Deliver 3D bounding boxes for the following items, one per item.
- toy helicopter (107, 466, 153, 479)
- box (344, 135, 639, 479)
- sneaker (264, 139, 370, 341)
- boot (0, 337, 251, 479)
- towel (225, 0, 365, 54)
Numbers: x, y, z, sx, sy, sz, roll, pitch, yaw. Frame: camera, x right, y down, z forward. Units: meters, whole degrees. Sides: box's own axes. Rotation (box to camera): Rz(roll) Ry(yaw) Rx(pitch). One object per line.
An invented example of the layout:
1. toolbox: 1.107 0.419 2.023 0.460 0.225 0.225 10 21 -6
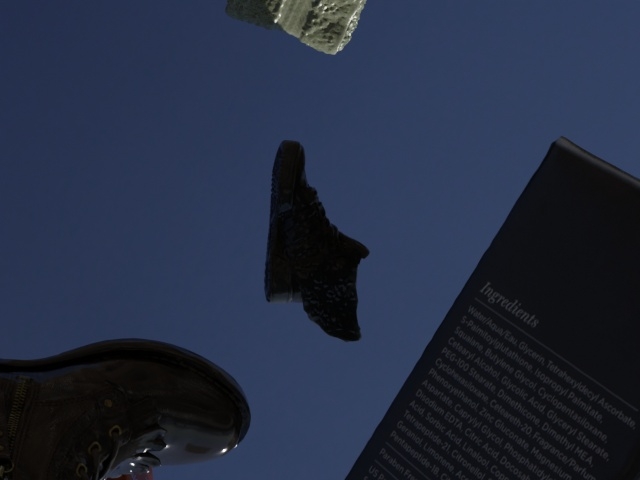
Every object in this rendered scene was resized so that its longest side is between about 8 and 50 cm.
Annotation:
1. toy helicopter: -0.228 0.241 1.226 0.140 0.355 0.235 -15 -105 11
2. box: 0.212 0.180 1.192 0.293 0.395 0.212 26 -174 -42
3. sneaker: 0.000 0.001 1.409 0.089 0.051 0.170 4 -77 -8
4. boot: -0.142 0.154 0.910 0.263 0.091 0.229 7 -147 -24
5. towel: -0.009 -0.209 1.265 0.110 0.148 0.027 19 -132 -9
